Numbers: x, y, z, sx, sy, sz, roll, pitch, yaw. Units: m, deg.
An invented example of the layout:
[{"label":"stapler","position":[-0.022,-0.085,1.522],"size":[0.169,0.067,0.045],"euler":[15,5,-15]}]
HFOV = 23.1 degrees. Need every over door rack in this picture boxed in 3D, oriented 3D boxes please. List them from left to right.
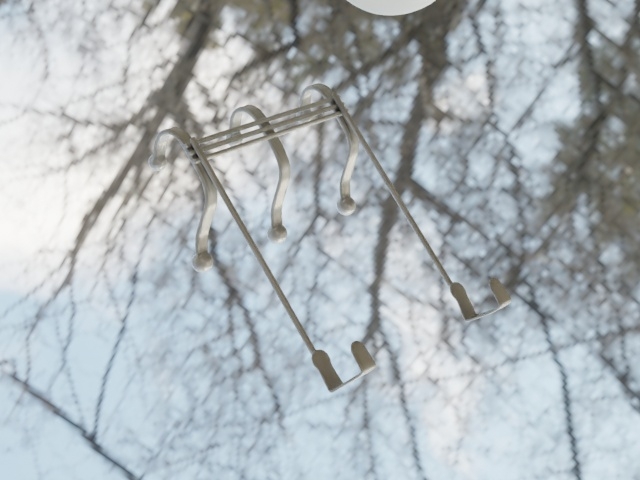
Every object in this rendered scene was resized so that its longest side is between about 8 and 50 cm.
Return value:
[{"label":"over door rack","position":[0.000,0.000,1.591],"size":[0.239,0.108,0.324],"euler":[-23,-113,-43]}]

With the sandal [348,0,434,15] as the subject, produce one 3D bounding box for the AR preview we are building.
[{"label":"sandal","position":[0.050,-0.400,1.648],"size":[0.169,0.416,0.102],"euler":[-1,-124,19]}]
